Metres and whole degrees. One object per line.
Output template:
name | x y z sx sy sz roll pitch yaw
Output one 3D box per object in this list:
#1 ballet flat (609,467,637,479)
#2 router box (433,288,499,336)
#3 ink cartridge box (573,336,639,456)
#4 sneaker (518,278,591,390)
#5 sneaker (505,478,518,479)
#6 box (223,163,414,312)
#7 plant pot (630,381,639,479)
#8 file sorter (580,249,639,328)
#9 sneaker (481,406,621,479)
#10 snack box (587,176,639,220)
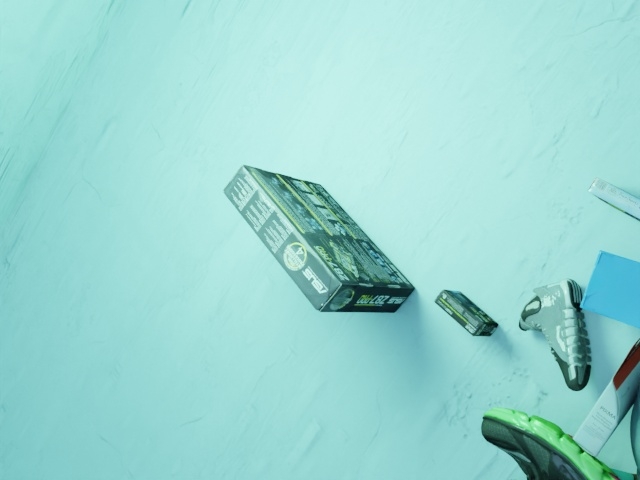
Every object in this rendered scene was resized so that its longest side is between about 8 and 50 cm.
ballet flat | 0.610 0.482 1.508 0.206 0.073 0.067 3 114 37
router box | 0.318 0.158 1.718 0.122 0.092 0.038 42 108 30
ink cartridge box | 0.551 0.252 1.402 0.066 0.189 0.232 39 127 22
sneaker | 0.476 0.199 1.621 0.132 0.086 0.228 -13 67 37
sneaker | 0.486 0.575 1.558 0.123 0.106 0.290 -45 72 16
box | 0.000 0.000 1.818 0.097 0.318 0.395 -51 61 18
plant pot | 0.669 0.373 1.367 0.293 0.293 0.196 33 130 32
file sorter | 0.613 0.104 1.516 0.170 0.104 0.118 21 96 34
sneaker | 0.457 0.487 1.444 0.202 0.185 0.483 -50 50 3
snack box | 0.605 -0.070 1.545 0.141 0.100 0.037 36 104 32
